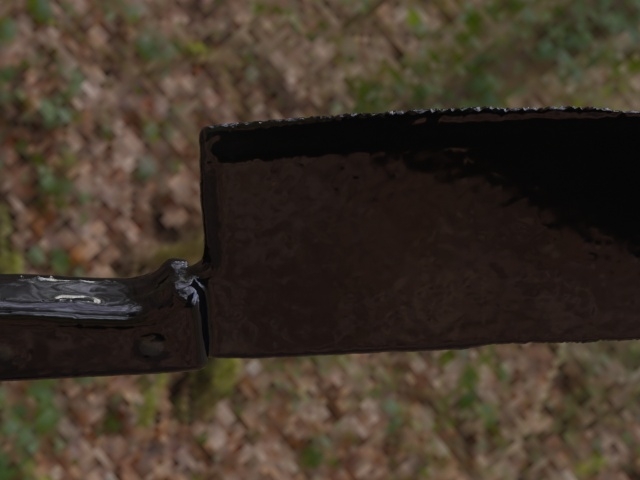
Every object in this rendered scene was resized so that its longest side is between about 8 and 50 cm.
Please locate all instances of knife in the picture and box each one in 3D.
[{"bbox_3d":[0.000,0.000,0.434,0.019,0.245,0.072,-96,-178,-51],"label":"knife"}]
